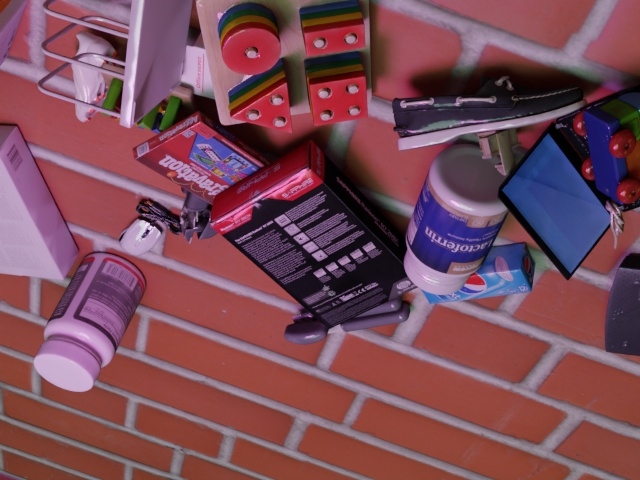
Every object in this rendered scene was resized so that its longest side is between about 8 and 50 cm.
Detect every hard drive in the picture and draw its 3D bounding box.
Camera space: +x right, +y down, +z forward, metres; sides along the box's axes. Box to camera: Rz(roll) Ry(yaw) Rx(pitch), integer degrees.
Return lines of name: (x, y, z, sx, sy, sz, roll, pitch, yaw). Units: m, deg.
hard drive: (0.624, 0.127, 1.741, 0.171, 0.054, 0.255, 6, 138, 15)

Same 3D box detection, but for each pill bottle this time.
pill bottle: (0.236, -0.029, 1.637, 0.153, 0.153, 0.265, 17, 141, 2)
pill bottle: (-0.509, 0.180, 2.056, 0.161, 0.283, 0.161, 11, 140, 10)

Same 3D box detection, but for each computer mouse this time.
computer mouse: (-0.373, -0.011, 1.976, 0.106, 0.042, 0.193, 32, 138, -17)

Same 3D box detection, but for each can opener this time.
can opener: (-0.219, -0.096, 1.818, 0.095, 0.076, 0.283, -3, 147, -25)
can opener: (0.057, 0.174, 1.992, 0.280, 0.093, 0.074, -16, 129, 28)

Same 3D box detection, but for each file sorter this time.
file sorter: (-0.307, -0.352, 1.400, 0.173, 0.193, 0.278, 19, 123, 6)

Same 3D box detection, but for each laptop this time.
laptop: (0.461, -0.089, 1.496, 0.264, 0.137, 0.234, -21, 127, 37)

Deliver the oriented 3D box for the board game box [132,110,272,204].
board game box: (-0.188, -0.132, 1.663, 0.145, 0.027, 0.281, -25, 151, 21)

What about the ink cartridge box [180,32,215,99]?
ink cartridge box: (-0.156, -0.289, 1.562, 0.181, 0.062, 0.104, 16, 140, 4)

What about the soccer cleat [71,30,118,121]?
soccer cleat: (-0.413, -0.292, 1.663, 0.076, 0.068, 0.196, 36, 139, 4)

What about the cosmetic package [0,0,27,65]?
cosmetic package: (-0.682, -0.270, 1.482, 0.230, 0.453, 0.161, 29, 139, -13)

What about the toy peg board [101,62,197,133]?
toy peg board: (-0.306, -0.223, 1.634, 0.161, 0.079, 0.161, 18, 166, 2)

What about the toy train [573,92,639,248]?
toy train: (0.488, -0.116, 1.427, 0.143, 0.105, 0.248, -30, 127, -8)

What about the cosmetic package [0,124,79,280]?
cosmetic package: (-0.716, -0.081, 1.986, 0.284, 0.097, 0.377, 4, 138, 14)

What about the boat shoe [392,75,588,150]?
boat shoe: (0.259, -0.213, 1.460, 0.302, 0.114, 0.091, -11, 94, 12)

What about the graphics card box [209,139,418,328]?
graphics card box: (0.000, 0.000, 1.746, 0.232, 0.094, 0.371, -29, 127, 25)

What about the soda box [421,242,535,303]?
soda box: (0.297, 0.064, 1.781, 0.210, 0.071, 0.067, -10, 133, 30)

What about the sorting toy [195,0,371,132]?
sorting toy: (-0.045, -0.272, 1.436, 0.255, 0.089, 0.257, -9, 142, -2)

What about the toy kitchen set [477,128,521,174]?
toy kitchen set: (0.277, -0.140, 1.518, 0.075, 0.083, 0.068, -4, 105, 49)
